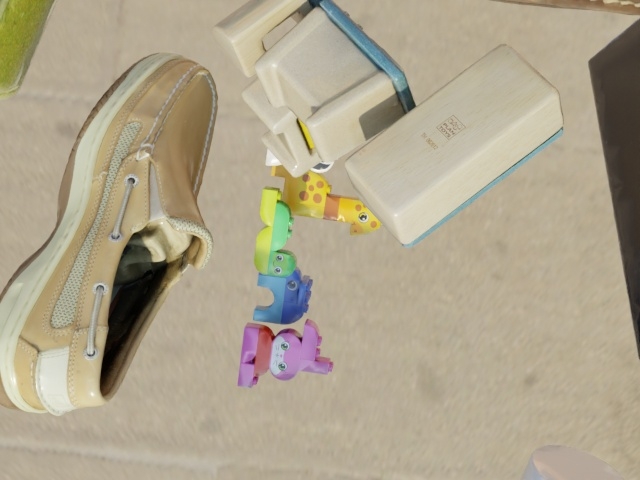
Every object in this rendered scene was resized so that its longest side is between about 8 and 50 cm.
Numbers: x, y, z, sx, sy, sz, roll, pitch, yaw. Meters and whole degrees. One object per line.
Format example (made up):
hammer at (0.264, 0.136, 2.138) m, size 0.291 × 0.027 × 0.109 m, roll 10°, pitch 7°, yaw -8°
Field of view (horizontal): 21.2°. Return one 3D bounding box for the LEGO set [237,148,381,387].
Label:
LEGO set at (0.000, 0.000, 1.327) m, size 0.093 × 0.087 × 0.227 m, roll 8°, pitch 99°, yaw 3°

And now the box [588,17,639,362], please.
box at (0.358, 0.008, 1.134) m, size 0.312 × 0.179 × 0.343 m, roll 36°, pitch 31°, yaw -23°

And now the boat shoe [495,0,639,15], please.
boat shoe at (0.118, -0.101, 0.455) m, size 0.095 × 0.257 × 0.095 m, roll -40°, pitch 118°, yaw -45°

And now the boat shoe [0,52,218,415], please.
boat shoe at (-0.076, -0.004, 0.754) m, size 0.072 × 0.068 × 0.190 m, roll 3°, pitch 57°, yaw 30°

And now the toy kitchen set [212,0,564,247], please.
toy kitchen set at (0.048, -0.075, 1.079) m, size 0.122 × 0.166 × 0.207 m, roll -36°, pitch 59°, yaw -8°

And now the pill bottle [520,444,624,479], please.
pill bottle at (0.167, 0.260, 1.325) m, size 0.108 × 0.108 × 0.193 m, roll 22°, pitch 112°, yaw 5°

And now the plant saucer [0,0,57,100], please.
plant saucer at (-0.191, -0.132, 0.890) m, size 0.188 × 0.045 × 0.188 m, roll -6°, pitch 56°, yaw 41°
